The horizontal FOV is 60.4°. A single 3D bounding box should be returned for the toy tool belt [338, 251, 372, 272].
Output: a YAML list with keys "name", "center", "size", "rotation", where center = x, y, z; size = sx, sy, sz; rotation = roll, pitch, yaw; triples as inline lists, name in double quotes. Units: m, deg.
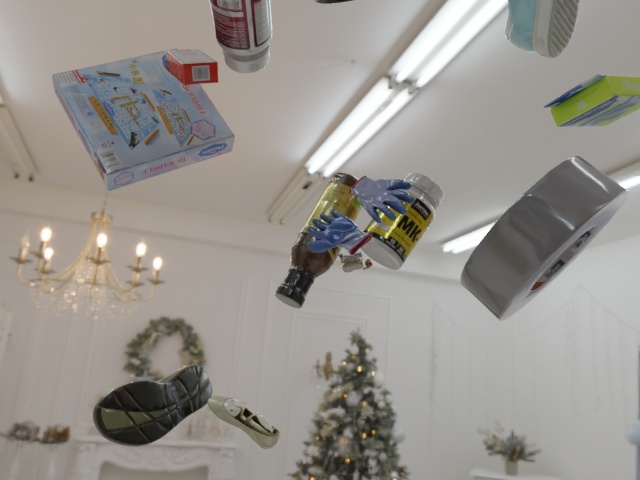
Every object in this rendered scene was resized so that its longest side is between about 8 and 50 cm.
- name: "toy tool belt"
  center: [0.092, 0.049, 1.446]
  size: [0.083, 0.051, 0.052]
  rotation: [-10, -29, -7]

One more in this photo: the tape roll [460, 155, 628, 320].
- name: "tape roll"
  center: [0.280, 0.001, 0.699]
  size: [0.072, 0.219, 0.219]
  rotation: [46, 4, 25]

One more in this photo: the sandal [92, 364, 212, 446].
- name: "sandal"
  center: [-0.335, 0.335, 1.115]
  size: [0.086, 0.120, 0.303]
  rotation: [-21, -9, 23]

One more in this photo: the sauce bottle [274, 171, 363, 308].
- name: "sauce bottle"
  center: [0.000, 0.000, 1.324]
  size: [0.111, 0.344, 0.111]
  rotation: [25, -19, 9]

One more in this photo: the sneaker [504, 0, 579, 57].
- name: "sneaker"
  center: [0.400, -0.529, 1.018]
  size: [0.135, 0.366, 0.150]
  rotation: [-28, 42, -31]

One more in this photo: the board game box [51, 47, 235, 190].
- name: "board game box"
  center: [-0.422, -0.303, 1.323]
  size: [0.318, 0.318, 0.066]
  rotation: [-23, -21, -27]

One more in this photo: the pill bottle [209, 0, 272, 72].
- name: "pill bottle"
  center: [-0.159, -0.455, 1.110]
  size: [0.121, 0.121, 0.221]
  rotation: [5, -29, 1]

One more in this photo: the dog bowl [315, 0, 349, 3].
- name: "dog bowl"
  center: [0.153, -0.779, 1.462]
  size: [0.408, 0.408, 0.150]
  rotation: [-2, -53, 26]

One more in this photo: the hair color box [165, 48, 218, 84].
- name: "hair color box"
  center: [-0.262, -0.354, 1.115]
  size: [0.072, 0.043, 0.141]
  rotation: [-11, 33, -24]

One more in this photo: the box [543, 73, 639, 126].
- name: "box"
  center: [0.480, -0.235, 0.934]
  size: [0.178, 0.042, 0.109]
  rotation: [-9, -13, -33]

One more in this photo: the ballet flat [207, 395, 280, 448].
- name: "ballet flat"
  center: [-0.155, 0.364, 1.141]
  size: [0.168, 0.052, 0.057]
  rotation: [34, 26, 3]

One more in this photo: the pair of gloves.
- name: "pair of gloves"
  center: [0.065, -0.042, 0.960]
  size: [0.023, 0.198, 0.159]
  rotation: [54, -12, -33]

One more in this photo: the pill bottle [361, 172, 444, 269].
- name: "pill bottle"
  center: [0.188, -0.047, 1.268]
  size: [0.119, 0.208, 0.119]
  rotation: [34, -13, 9]
